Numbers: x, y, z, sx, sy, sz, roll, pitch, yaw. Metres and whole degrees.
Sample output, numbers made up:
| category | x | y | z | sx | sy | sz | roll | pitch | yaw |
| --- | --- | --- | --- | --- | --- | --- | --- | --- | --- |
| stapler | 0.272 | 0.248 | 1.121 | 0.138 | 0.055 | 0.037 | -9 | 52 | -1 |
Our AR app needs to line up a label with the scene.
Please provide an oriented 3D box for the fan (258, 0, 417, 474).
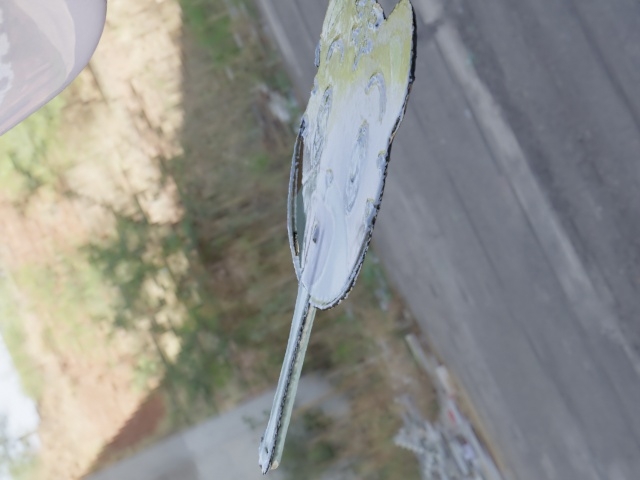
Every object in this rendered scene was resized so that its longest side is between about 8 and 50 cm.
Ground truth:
| category | x | y | z | sx | sy | sz | roll | pitch | yaw |
| --- | --- | --- | --- | --- | --- | --- | --- | --- | --- |
| fan | 0.000 | 0.000 | 0.590 | 0.152 | 0.008 | 0.227 | -121 | 41 | -67 |

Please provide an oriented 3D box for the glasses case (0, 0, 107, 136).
| category | x | y | z | sx | sy | sz | roll | pitch | yaw |
| --- | --- | --- | --- | --- | --- | --- | --- | --- | --- |
| glasses case | -0.193 | -0.037 | 0.395 | 0.113 | 0.296 | 0.075 | 41 | -148 | -46 |
